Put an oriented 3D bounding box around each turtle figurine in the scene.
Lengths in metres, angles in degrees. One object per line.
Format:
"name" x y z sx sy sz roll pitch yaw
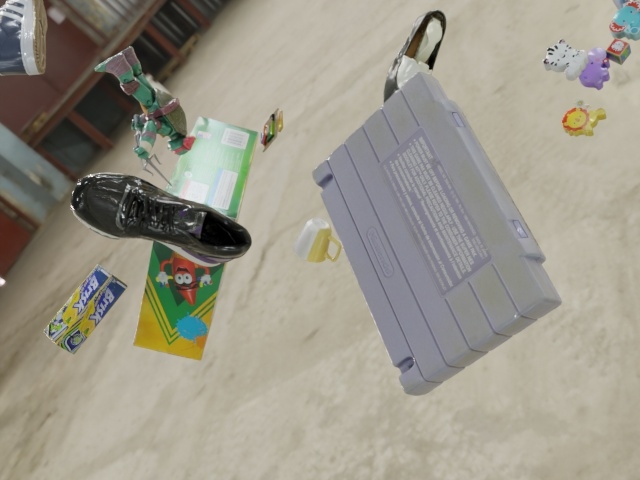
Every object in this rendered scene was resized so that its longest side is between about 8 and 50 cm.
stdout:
"turtle figurine" -0.297 -0.217 1.377 0.118 0.234 0.175 -31 19 -7

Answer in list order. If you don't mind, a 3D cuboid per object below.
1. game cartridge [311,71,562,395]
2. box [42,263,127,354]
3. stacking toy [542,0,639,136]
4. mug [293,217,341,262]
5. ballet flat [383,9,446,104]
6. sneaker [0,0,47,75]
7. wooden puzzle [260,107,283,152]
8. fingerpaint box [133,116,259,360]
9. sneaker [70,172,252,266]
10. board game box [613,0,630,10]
"game cartridge" 0.133 -0.015 0.997 0.230 0.068 0.355 -38 57 27
"box" -0.459 0.134 1.545 0.059 0.054 0.169 29 78 39
"stacking toy" 0.390 -0.262 1.054 0.052 0.167 0.221 38 89 34
"mug" -0.002 -0.002 1.389 0.062 0.078 0.064 -90 18 -59
"ballet flat" 0.210 -0.393 1.735 0.096 0.095 0.281 147 143 -70
"sneaker" -0.644 -0.434 1.608 0.153 0.099 0.282 -10 51 -7
"wooden puzzle" -0.101 -0.221 1.576 0.116 0.014 0.079 133 144 -53
"fingerpaint box" -0.277 -0.018 1.785 0.445 0.163 0.371 -86 12 -59
"sneaker" -0.235 -0.041 1.220 0.124 0.283 0.107 -7 68 56
"board game box" 0.418 -0.409 1.133 0.033 0.169 0.133 -24 49 18
